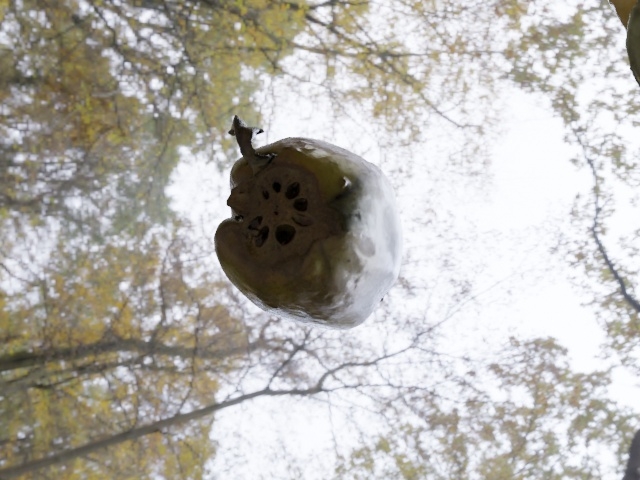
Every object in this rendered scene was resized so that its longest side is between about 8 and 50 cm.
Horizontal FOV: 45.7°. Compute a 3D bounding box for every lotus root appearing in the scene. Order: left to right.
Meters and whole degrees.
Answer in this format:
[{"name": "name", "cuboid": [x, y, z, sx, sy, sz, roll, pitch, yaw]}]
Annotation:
[{"name": "lotus root", "cuboid": [0.000, 0.000, 0.543, 0.123, 0.241, 0.123, 20, -93, 13]}]

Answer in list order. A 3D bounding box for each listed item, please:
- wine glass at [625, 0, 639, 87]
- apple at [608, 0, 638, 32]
[{"name": "wine glass", "cuboid": [0.169, -0.126, 0.237, 0.103, 0.231, 0.103, -4, -109, 10]}, {"name": "apple", "cuboid": [0.260, -0.259, 0.373, 0.309, 0.252, 0.313, -36, -145, 63]}]
